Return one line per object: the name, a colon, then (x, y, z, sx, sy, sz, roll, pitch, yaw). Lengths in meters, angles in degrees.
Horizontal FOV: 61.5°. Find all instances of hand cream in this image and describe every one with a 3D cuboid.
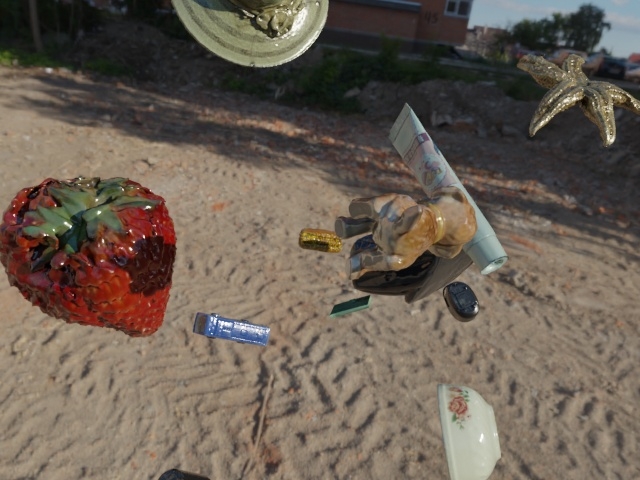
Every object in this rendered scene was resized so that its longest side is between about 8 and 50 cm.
hand cream: (0.212, -0.092, 0.923, 0.058, 0.085, 0.331, -12, 60, -24)

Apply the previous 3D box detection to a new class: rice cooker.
rice cooker: (0.550, 0.237, 2.101, 0.112, 0.165, 0.106, -24, -17, -6)

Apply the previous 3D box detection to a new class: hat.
hat: (-0.086, -0.385, 0.760, 0.252, 0.252, 0.110, 0, -2, -20)

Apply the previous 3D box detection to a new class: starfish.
starfish: (0.430, -0.242, 0.895, 0.235, 0.062, 0.277, 32, 48, 14)

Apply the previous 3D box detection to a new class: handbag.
handbag: (0.262, 0.059, 1.361, 0.275, 0.178, 0.301, 5, 11, 39)

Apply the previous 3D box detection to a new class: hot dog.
hot dog: (0.000, 0.000, 1.695, 0.165, 0.071, 0.045, 8, 6, -33)

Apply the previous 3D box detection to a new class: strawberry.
strawberry: (-0.402, 0.045, 0.988, 0.312, 0.351, 0.267, 13, 54, 11)

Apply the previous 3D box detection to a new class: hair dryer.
hair dryer: (-0.352, 0.561, 1.111, 0.248, 0.114, 0.071, -35, 52, 4)

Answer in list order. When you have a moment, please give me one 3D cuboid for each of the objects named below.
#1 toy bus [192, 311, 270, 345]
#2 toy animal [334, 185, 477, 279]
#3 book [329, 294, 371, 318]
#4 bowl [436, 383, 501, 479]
toy bus: (-0.276, 0.279, 1.696, 0.236, 0.079, 0.094, 18, -18, -32)
toy animal: (0.137, -0.020, 0.657, 0.185, 0.104, 0.184, -5, -9, -25)
book: (0.102, 0.218, 1.790, 0.135, 0.017, 0.103, -18, 10, 15)
bowl: (0.400, 0.518, 1.446, 0.145, 0.277, 0.277, -11, 18, 13)
